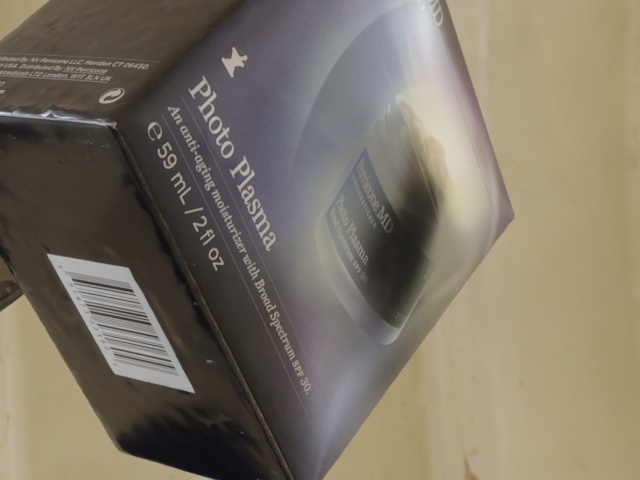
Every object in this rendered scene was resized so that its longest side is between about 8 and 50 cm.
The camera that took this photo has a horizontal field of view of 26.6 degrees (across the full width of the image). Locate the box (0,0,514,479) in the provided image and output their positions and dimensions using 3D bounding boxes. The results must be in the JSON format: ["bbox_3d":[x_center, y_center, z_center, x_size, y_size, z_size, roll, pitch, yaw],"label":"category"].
[{"bbox_3d":[-0.043,-0.048,0.880,0.294,0.182,0.296,-51,-48,-35],"label":"box"}]

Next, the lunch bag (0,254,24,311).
[{"bbox_3d":[-0.396,-0.004,1.198,0.305,0.256,0.213,-33,-74,-3],"label":"lunch bag"}]
